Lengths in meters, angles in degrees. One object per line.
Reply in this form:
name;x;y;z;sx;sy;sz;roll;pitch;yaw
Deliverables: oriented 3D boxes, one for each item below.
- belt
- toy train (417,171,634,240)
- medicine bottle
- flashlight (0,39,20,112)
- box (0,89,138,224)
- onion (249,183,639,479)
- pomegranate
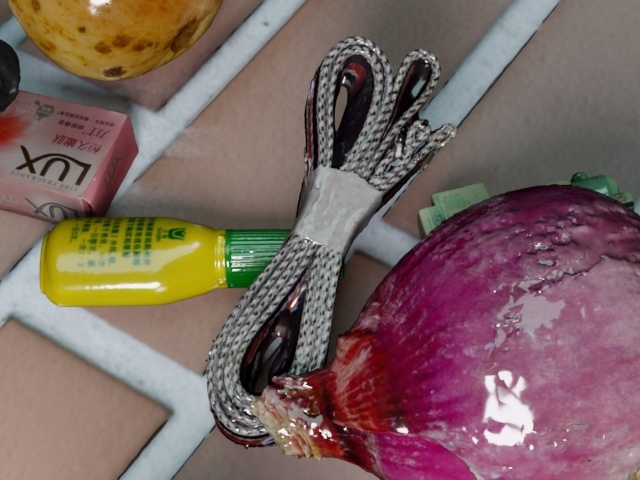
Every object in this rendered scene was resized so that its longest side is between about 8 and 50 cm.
belt;0.000;0.000;1.205;0.126;0.094;0.360;25;72;-2
toy train;0.180;-0.001;1.251;0.194;0.081;0.125;-13;47;-2
medicine bottle;-0.109;0.016;1.278;0.260;0.064;0.095;-2;40;2
flashlight;-0.388;-0.155;1.392;0.232;0.093;0.093;1;49;33
box;-0.259;-0.077;1.374;0.156;0.060;0.111;12;56;16
onion;0.130;0.090;1.070;0.348;0.159;0.267;-16;74;-13
pomegranate;-0.200;-0.266;1.417;0.215;0.215;0.215;-3;52;4
